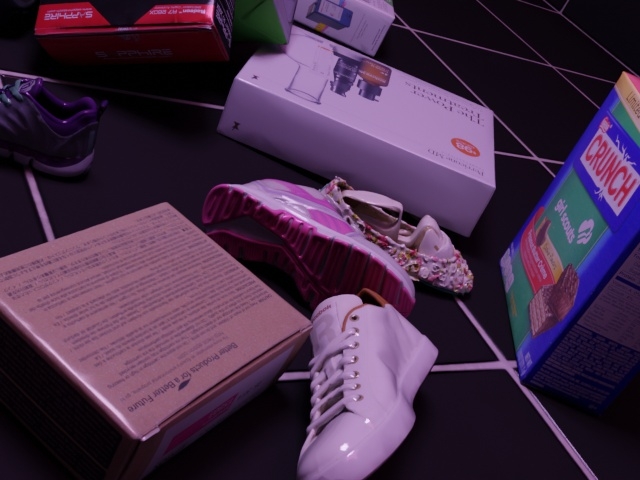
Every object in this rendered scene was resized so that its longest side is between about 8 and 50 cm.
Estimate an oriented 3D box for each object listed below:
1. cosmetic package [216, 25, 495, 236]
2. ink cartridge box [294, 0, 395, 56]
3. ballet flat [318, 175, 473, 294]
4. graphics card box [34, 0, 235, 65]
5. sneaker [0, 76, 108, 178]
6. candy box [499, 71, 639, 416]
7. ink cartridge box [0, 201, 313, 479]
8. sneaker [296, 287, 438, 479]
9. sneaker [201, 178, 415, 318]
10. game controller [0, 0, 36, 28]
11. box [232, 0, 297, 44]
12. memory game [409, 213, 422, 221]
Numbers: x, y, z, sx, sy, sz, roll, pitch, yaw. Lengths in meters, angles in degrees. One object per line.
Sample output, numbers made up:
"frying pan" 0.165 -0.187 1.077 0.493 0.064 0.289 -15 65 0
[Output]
"cosmetic package" 0.068 -0.176 1.248 0.377 0.097 0.284 22 33 -3
"ink cartridge box" 0.031 -0.467 1.674 0.212 0.093 0.154 23 30 -12
"ballet flat" 0.097 -0.006 1.054 0.241 0.077 0.091 23 30 -11
"graphics card box" -0.221 -0.407 1.110 0.232 0.094 0.371 -1 71 9
"sneaker" -0.337 -0.140 0.875 0.223 0.098 0.083 12 34 -27
"candy box" 0.352 -0.001 1.018 0.122 0.317 0.268 23 31 -9
"ink cartridge box" -0.151 0.078 0.713 0.193 0.088 0.234 40 32 16
"sneaker" 0.018 0.125 0.750 0.123 0.106 0.290 49 21 -1
"sneaker" 0.000 0.000 0.940 0.252 0.103 0.111 34 32 7
"game controller" -0.393 -0.411 1.166 0.067 0.166 0.319 15 33 -14
"box" -0.158 -0.418 1.224 0.262 0.127 0.231 8 71 12
"memory game" 0.126 -0.086 1.260 0.186 0.012 0.186 20 31 -13
